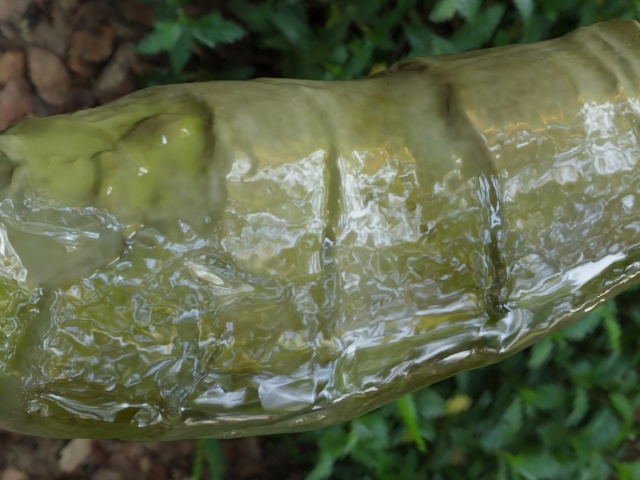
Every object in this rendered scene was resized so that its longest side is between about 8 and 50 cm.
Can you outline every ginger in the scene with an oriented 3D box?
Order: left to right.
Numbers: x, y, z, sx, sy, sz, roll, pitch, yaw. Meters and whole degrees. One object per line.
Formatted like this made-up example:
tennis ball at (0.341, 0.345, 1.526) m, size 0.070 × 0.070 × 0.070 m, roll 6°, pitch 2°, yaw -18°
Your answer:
ginger at (0.000, 0.000, 0.490) m, size 0.263 × 0.109 × 0.116 m, roll -15°, pitch 95°, yaw -17°
